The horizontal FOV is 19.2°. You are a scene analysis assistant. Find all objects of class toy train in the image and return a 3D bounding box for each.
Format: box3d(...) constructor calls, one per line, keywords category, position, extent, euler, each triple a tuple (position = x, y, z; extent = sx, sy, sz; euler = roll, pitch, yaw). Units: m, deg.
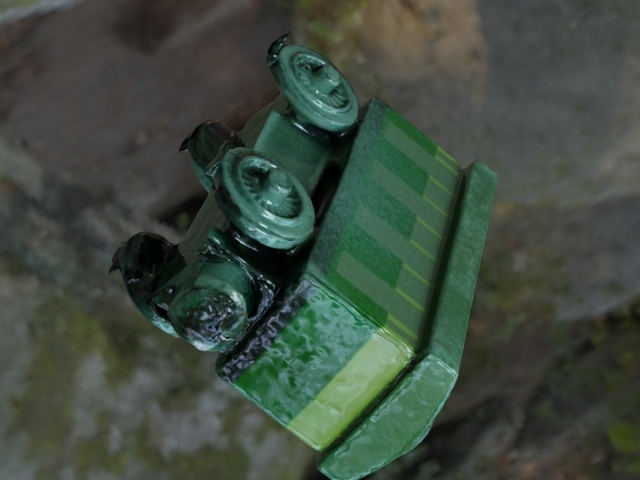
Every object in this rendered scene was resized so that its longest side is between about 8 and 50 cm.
box3d(category="toy train", position=(0.000, 0.000, 1.174), extent=(0.120, 0.202, 0.301), euler=(-47, -168, 28))
